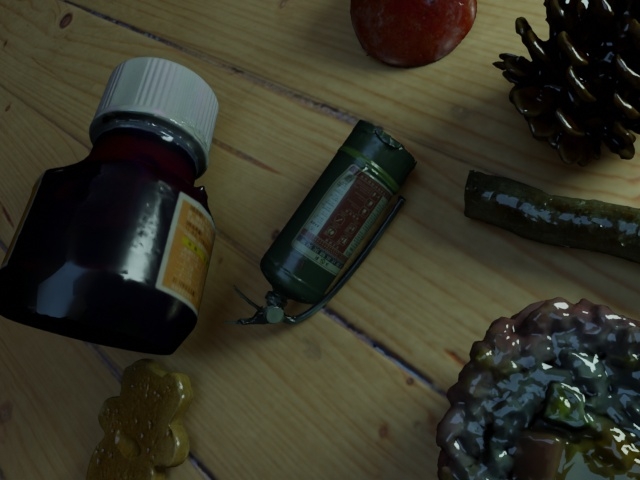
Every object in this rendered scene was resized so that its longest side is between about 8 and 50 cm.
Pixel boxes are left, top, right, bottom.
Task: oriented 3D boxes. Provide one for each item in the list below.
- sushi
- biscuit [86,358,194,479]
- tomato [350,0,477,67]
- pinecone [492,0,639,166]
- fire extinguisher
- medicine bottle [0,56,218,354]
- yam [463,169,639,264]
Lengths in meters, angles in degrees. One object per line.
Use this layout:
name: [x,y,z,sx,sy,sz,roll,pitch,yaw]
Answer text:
sushi: [0.237,0.170,0.391,0.270,0.171,0.237,27,85,29]
biscuit: [-0.244,0.277,0.672,0.165,0.036,0.226,10,80,30]
tomato: [0.115,-0.338,0.676,0.173,0.099,0.190,-13,68,20]
pinecone: [0.290,-0.184,0.492,0.212,0.168,0.186,-39,73,24]
fire extinguisher: [0.000,0.000,0.616,0.294,0.118,0.093,-55,23,0]
medicine bottle: [-0.246,-0.056,0.685,0.242,0.242,0.396,-2,61,26]
yam: [0.263,-0.017,0.508,0.252,0.061,0.061,19,81,32]
